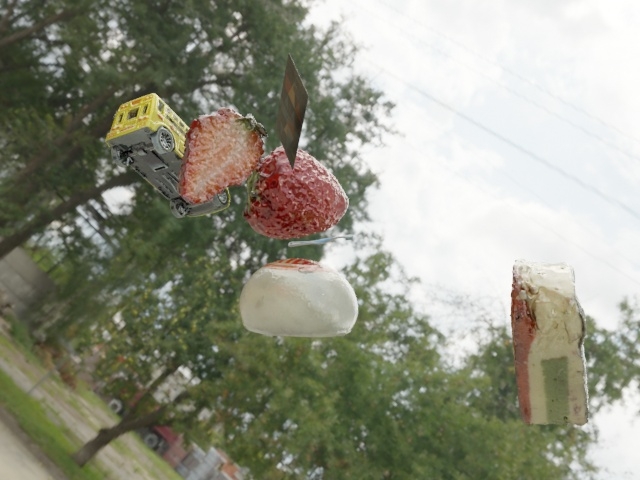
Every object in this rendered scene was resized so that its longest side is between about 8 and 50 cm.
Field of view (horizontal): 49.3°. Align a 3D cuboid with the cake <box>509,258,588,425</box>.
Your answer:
[{"bbox_3d":[0.271,0.136,0.826,0.086,0.116,0.221,-2,-82,21],"label":"cake"}]

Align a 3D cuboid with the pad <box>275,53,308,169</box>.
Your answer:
[{"bbox_3d":[-0.063,-0.269,1.476,0.211,0.003,0.143,106,-31,-49],"label":"pad"}]

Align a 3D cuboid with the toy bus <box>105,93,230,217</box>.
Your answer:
[{"bbox_3d":[-0.350,-0.191,1.673,0.144,0.152,0.330,-13,-37,24],"label":"toy bus"}]

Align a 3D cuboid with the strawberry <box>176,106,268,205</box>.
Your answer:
[{"bbox_3d":[-0.235,-0.188,1.542,0.175,0.235,0.106,61,-18,-6],"label":"strawberry"}]

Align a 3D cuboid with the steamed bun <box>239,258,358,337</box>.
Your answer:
[{"bbox_3d":[-0.051,0.132,1.655,0.282,0.177,0.283,4,-1,0],"label":"steamed bun"}]

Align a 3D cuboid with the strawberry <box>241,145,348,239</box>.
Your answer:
[{"bbox_3d":[-0.061,-0.122,1.856,0.276,0.258,0.257,10,-11,-16],"label":"strawberry"}]

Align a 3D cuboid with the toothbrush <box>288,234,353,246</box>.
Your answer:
[{"bbox_3d":[0.000,0.000,1.683,0.162,0.014,0.017,-5,-41,9],"label":"toothbrush"}]
